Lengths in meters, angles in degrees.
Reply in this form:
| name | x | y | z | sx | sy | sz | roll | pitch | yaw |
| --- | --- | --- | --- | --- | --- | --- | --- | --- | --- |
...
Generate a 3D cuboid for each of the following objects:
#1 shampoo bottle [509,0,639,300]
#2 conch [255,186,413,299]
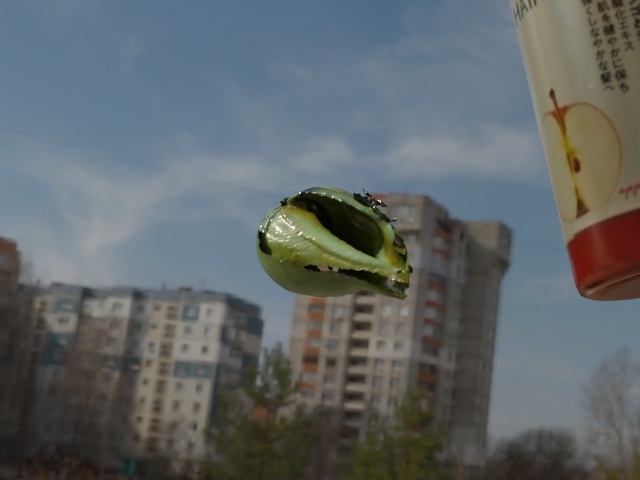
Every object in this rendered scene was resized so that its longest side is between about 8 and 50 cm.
| name | x | y | z | sx | sy | sz | roll | pitch | yaw |
| --- | --- | --- | --- | --- | --- | --- | --- | --- | --- |
| shampoo bottle | 0.158 | -0.113 | 0.602 | 0.104 | 0.278 | 0.104 | -9 | -15 | -2 |
| conch | 0.001 | 0.001 | 0.962 | 0.079 | 0.095 | 0.201 | 1 | -2 | -44 |
